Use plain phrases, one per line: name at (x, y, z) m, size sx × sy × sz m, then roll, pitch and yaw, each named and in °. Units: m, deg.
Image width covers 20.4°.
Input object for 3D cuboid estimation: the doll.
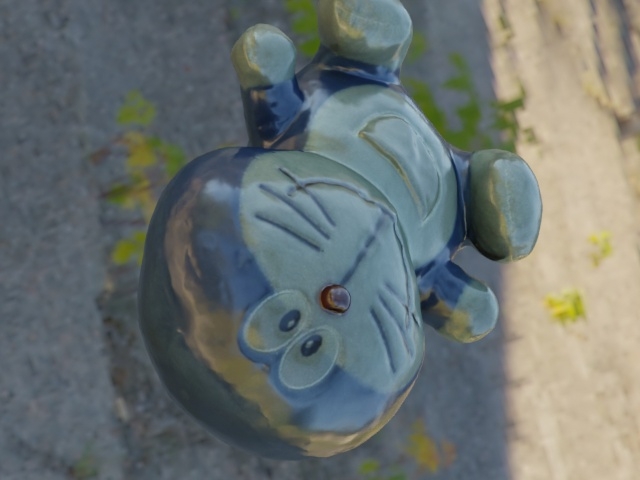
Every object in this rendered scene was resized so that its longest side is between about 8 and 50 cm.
doll at (0.000, 0.000, 0.990) m, size 0.228 × 0.154 × 0.258 m, roll 52°, pitch 38°, yaw -17°
